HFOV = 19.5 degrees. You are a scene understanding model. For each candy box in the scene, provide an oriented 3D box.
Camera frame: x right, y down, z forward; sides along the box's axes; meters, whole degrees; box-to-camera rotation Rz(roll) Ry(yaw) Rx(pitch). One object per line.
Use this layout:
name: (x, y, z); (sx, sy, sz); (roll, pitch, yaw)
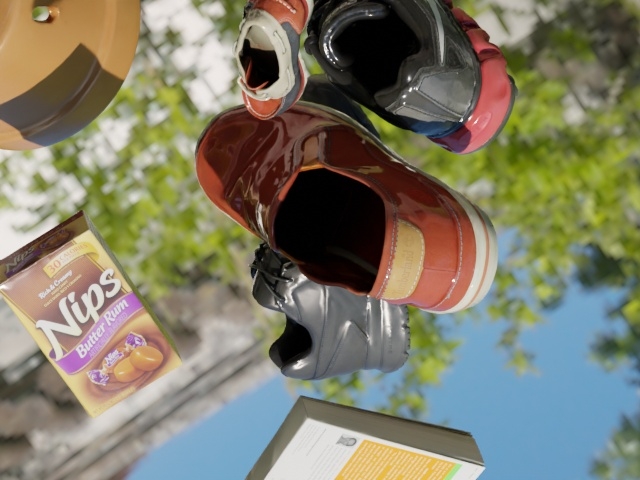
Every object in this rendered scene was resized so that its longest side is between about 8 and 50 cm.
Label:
candy box: (-0.230, 0.074, 1.841); (0.109, 0.187, 0.053); (-32, -151, 0)

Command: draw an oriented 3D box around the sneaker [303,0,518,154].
sneaker: (0.038, -0.184, 1.438); (0.135, 0.276, 0.098); (9, 130, -46)

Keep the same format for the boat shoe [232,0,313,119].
boat shoe: (-0.035, -0.115, 1.194); (0.043, 0.049, 0.137); (-58, 172, -28)

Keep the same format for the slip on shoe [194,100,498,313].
slip on shoe: (-0.005, -0.032, 1.415); (0.101, 0.123, 0.331); (1, -162, -38)

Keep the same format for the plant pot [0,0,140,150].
plant pot: (-0.363, -0.246, 1.985); (0.291, 0.291, 0.203); (-31, 170, 15)

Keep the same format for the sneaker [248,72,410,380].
sneaker: (0.000, 0.000, 1.584); (0.130, 0.286, 0.109); (-14, -155, -15)

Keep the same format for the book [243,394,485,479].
book: (0.028, 0.164, 1.298); (0.096, 0.144, 0.035); (-57, -147, 29)
